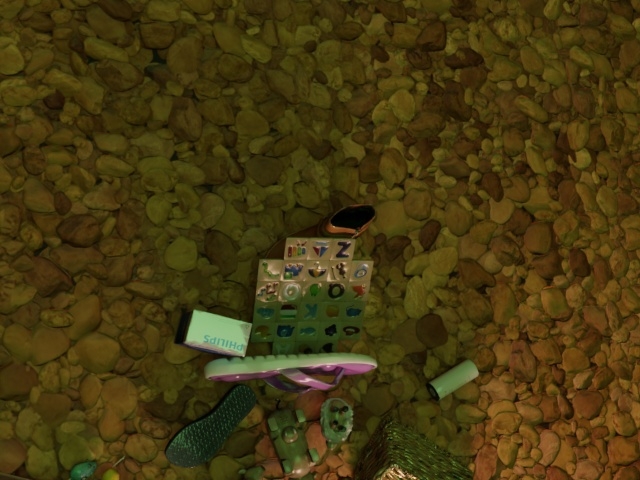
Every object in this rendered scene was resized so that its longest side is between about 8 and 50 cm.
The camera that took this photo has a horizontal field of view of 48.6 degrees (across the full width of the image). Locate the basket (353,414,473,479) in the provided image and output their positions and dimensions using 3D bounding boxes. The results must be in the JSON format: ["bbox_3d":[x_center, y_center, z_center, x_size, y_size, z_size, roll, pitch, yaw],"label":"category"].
[{"bbox_3d":[0.229,0.635,1.782,0.299,0.223,0.213,34,106,-9],"label":"basket"}]

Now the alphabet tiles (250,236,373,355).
[{"bbox_3d":[-0.021,0.148,1.731,0.285,0.011,0.342,1,115,-17],"label":"alphabet tiles"}]

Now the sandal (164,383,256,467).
[{"bbox_3d":[-0.259,0.447,1.693,0.255,0.054,0.097,-36,100,-28],"label":"sandal"}]

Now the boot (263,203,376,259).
[{"bbox_3d":[0.000,0.000,1.747,0.284,0.220,0.109,-21,84,-19],"label":"boot"}]

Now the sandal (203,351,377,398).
[{"bbox_3d":[-0.070,0.331,1.704,0.417,0.169,0.102,0,74,-10],"label":"sandal"}]

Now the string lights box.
[{"bbox_3d":[-0.251,0.216,1.617,0.134,0.260,0.076,16,77,-14],"label":"string lights box"}]

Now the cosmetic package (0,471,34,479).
[{"bbox_3d":[-0.631,0.540,1.490,0.239,0.099,0.060,10,76,9],"label":"cosmetic package"}]

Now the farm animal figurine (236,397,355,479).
[{"bbox_3d":[-0.079,0.544,1.675,0.331,0.172,0.326,0,69,-9],"label":"farm animal figurine"}]

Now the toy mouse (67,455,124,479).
[{"bbox_3d":[-0.522,0.538,1.568,0.143,0.031,0.161,5,41,-5],"label":"toy mouse"}]

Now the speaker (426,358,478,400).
[{"bbox_3d":[0.352,0.370,1.882,0.136,0.055,0.055,-27,89,-19],"label":"speaker"}]
